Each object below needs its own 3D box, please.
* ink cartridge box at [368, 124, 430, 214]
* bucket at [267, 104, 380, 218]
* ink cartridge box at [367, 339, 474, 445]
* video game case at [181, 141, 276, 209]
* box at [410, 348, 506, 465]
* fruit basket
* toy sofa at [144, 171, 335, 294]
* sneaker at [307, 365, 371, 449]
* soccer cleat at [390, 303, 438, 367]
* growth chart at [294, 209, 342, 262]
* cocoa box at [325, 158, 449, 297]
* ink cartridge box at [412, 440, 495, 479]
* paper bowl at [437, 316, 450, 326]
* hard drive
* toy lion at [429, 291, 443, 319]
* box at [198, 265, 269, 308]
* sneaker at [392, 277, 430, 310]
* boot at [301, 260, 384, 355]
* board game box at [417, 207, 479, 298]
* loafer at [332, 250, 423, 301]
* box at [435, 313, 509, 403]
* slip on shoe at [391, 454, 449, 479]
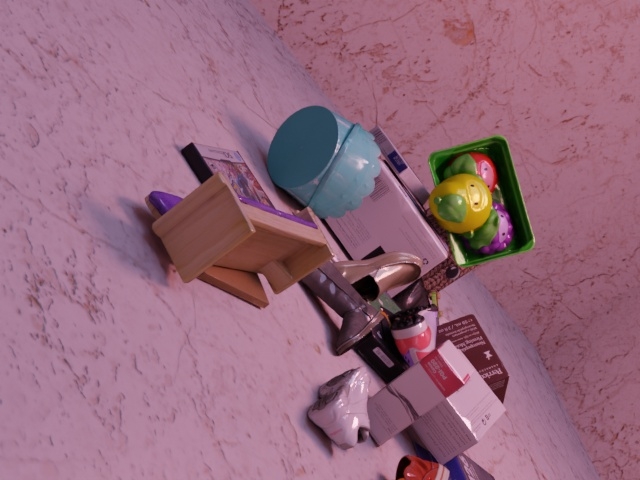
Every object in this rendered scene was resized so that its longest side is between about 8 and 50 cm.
[{"bbox_3d":[0.249,-0.213,2.416,0.224,0.045,0.223,46,11,-48],"label":"ink cartridge box"},{"bbox_3d":[0.006,-0.212,2.137,0.183,0.281,0.281,28,29,-47],"label":"bucket"},{"bbox_3d":[0.194,0.308,1.637,0.092,0.218,0.158,51,14,11],"label":"ink cartridge box"},{"bbox_3d":[-0.168,-0.088,1.758,0.275,0.035,0.248,56,15,8],"label":"video game case"},{"bbox_3d":[0.290,0.369,1.796,0.182,0.119,0.181,53,34,10],"label":"box"},{"bbox_3d":[0.458,-0.116,2.373,0.392,0.283,0.392,-15,90,-85],"label":"fruit basket"},{"bbox_3d":[-0.133,-0.024,1.419,0.177,0.150,0.362,61,17,19],"label":"toy sofa"},{"bbox_3d":[0.051,0.313,1.477,0.115,0.090,0.232,60,24,-3],"label":"sneaker"},{"bbox_3d":[0.238,0.230,1.968,0.318,0.108,0.116,-22,97,-77],"label":"soccer cleat"},{"bbox_3d":[0.000,0.000,2.019,0.172,0.021,0.237,48,3,-17],"label":"growth chart"},{"bbox_3d":[0.187,-0.037,2.346,0.347,0.231,0.228,55,12,2],"label":"cocoa box"},{"bbox_3d":[0.348,0.601,1.758,0.307,0.072,0.303,44,18,-39],"label":"ink cartridge box"},{"bbox_3d":[0.422,0.353,2.379,0.284,0.148,0.284,48,17,-20],"label":"paper bowl"},{"bbox_3d":[0.159,0.228,2.007,0.237,0.064,0.339,47,17,-24],"label":"hard drive"},{"bbox_3d":[0.353,0.204,2.459,0.096,0.034,0.100,-55,136,-75],"label":"toy lion"},{"bbox_3d":[-0.182,0.032,1.480,0.201,0.021,0.164,34,25,-53],"label":"box"},{"bbox_3d":[0.284,0.192,2.409,0.130,0.109,0.286,64,19,4],"label":"sneaker"},{"bbox_3d":[0.026,0.136,1.778,0.208,0.076,0.189,49,33,3],"label":"boot"},{"bbox_3d":[0.380,0.030,2.677,0.232,0.291,0.141,52,15,-7],"label":"board game box"},{"bbox_3d":[0.133,0.096,1.936,0.102,0.268,0.092,101,-28,-42],"label":"loafer"},{"bbox_3d":[0.365,0.336,2.095,0.167,0.168,0.203,83,-15,-53],"label":"box"},{"bbox_3d":[0.147,0.470,1.389,0.101,0.123,0.331,24,17,11],"label":"slip on shoe"}]
